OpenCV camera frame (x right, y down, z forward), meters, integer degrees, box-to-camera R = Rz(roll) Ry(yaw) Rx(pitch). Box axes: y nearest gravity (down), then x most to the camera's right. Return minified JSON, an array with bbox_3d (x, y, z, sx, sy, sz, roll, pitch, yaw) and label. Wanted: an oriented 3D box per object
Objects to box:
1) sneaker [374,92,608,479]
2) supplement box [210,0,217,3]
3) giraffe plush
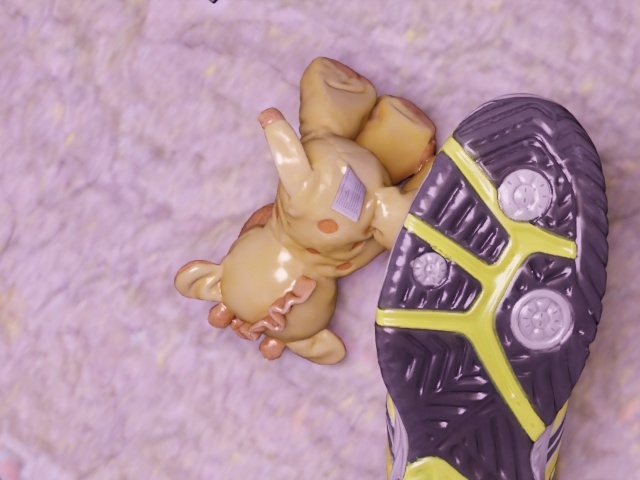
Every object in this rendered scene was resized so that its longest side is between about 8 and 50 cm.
[{"bbox_3d":[0.097,0.088,1.213,0.145,0.147,0.385,8,104,-3],"label":"sneaker"},{"bbox_3d":[-0.099,-0.229,1.354,0.083,0.083,0.056,40,90,10],"label":"supplement box"},{"bbox_3d":[0.000,0.000,1.288,0.181,0.210,0.170,42,120,7],"label":"giraffe plush"}]
